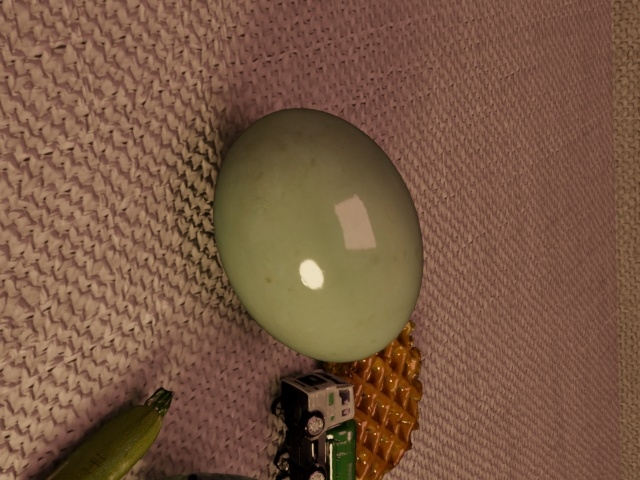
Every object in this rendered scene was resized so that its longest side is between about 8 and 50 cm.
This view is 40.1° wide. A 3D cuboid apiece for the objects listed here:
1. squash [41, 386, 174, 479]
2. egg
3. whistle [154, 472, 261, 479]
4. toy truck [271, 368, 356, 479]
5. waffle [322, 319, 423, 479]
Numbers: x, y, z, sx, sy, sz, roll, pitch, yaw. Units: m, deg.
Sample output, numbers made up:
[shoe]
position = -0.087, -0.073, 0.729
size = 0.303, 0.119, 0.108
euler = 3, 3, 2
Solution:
[squash]
position = -0.270, 0.273, 1.064
size = 0.252, 0.066, 0.066
euler = -41, 127, -42
[egg]
position = 0.000, 0.000, 1.208
size = 0.276, 0.276, 0.388
euler = -47, 130, -39
[whistle]
position = -0.110, 0.435, 1.173
size = 0.405, 0.188, 0.168
euler = 47, 35, -51
[toy truck]
position = 0.001, 0.330, 1.385
size = 0.125, 0.101, 0.242
euler = -10, 105, -33
[waffle]
position = 0.094, 0.291, 1.557
size = 0.302, 0.068, 0.324
euler = -27, 115, -49
